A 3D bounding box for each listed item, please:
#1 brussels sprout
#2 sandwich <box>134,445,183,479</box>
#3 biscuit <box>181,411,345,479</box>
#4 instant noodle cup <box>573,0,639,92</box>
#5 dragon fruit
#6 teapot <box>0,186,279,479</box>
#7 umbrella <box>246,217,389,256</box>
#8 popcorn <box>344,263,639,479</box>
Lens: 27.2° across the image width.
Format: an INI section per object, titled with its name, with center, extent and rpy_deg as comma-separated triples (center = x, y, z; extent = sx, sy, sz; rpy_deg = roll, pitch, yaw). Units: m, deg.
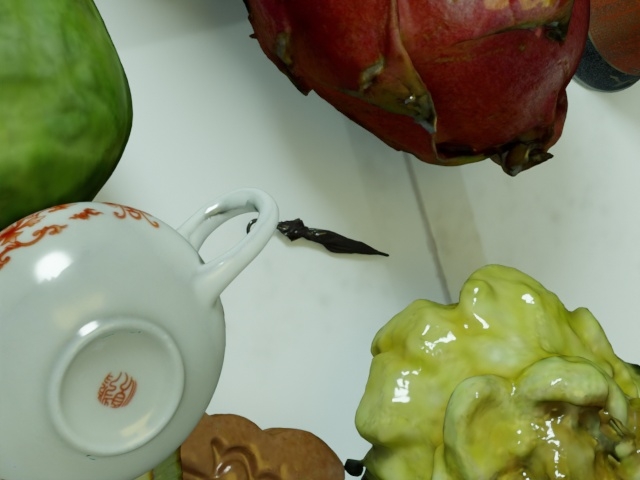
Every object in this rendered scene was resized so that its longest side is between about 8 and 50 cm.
[brussels sprout]
center = -0.246, -0.076, 0.747
extent = 0.271, 0.219, 0.210
rpy_deg = -16, 103, -8
[sandwich]
center = -0.166, 0.101, 0.848
extent = 0.079, 0.163, 0.113
rpy_deg = -31, 142, -27
[biscuit]
center = -0.105, 0.243, 0.887
extent = 0.284, 0.043, 0.306
rpy_deg = -2, 87, -28
[instant noodle cup]
center = 0.273, -0.191, 1.076
extent = 0.127, 0.136, 0.127
rpy_deg = 2, 86, -28
[dragon fruit]
center = 0.070, -0.177, 0.911
extent = 0.315, 0.250, 0.250
rpy_deg = 49, 66, -8
[teapot]
center = -0.116, 0.053, 0.710
extent = 0.245, 0.116, 0.159
rpy_deg = -35, 109, -21
[umbrella]
center = 0.001, -0.003, 0.982
extent = 0.122, 0.013, 0.022
rpy_deg = 9, 94, -29
[popcorn]
center = 0.148, 0.159, 0.941
extent = 0.215, 0.252, 0.286
rpy_deg = -35, 102, 16
